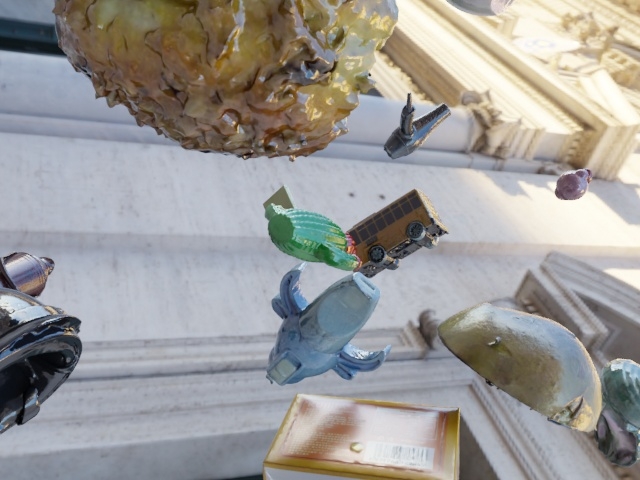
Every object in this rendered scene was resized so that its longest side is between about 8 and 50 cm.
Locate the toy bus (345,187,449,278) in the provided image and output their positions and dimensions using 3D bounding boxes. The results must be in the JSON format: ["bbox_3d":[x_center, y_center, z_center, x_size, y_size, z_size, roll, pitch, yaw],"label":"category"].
[{"bbox_3d":[0.147,-0.013,1.412,0.201,0.098,0.114,-32,-115,19],"label":"toy bus"}]

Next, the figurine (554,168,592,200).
[{"bbox_3d":[0.561,-0.124,1.518,0.067,0.071,0.083,54,-45,22],"label":"figurine"}]

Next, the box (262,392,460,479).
[{"bbox_3d":[0.076,0.410,1.094,0.214,0.284,0.259,-57,147,-64],"label":"box"}]

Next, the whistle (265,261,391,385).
[{"bbox_3d":[-0.002,0.129,0.964,0.180,0.093,0.269,45,-48,3],"label":"whistle"}]

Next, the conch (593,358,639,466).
[{"bbox_3d":[0.712,0.374,1.549,0.277,0.195,0.220,-51,-151,43],"label":"conch"}]

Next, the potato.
[{"bbox_3d":[0.343,0.184,1.126,0.299,0.239,0.116,31,-70,19],"label":"potato"}]

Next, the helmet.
[{"bbox_3d":[-0.422,0.143,0.820,0.160,0.230,0.279,44,-56,13],"label":"helmet"}]

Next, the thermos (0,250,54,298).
[{"bbox_3d":[-0.583,0.083,1.257,0.124,0.232,0.099,-25,-83,25],"label":"thermos"}]

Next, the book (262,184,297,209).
[{"bbox_3d":[-0.072,-0.047,1.390,0.077,0.014,0.111,-37,-109,38],"label":"book"}]

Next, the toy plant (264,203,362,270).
[{"bbox_3d":[0.001,0.004,1.242,0.088,0.240,0.154,-57,-147,10],"label":"toy plant"}]

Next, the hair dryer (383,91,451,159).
[{"bbox_3d":[0.283,-0.356,1.972,0.091,0.235,0.271,52,-4,17],"label":"hair dryer"}]

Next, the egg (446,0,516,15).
[{"bbox_3d":[0.343,-0.604,1.552,0.206,0.271,0.161,7,-126,29],"label":"egg"}]

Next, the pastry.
[{"bbox_3d":[-0.095,-0.235,0.726,0.405,0.337,0.292,-74,180,-66],"label":"pastry"}]
